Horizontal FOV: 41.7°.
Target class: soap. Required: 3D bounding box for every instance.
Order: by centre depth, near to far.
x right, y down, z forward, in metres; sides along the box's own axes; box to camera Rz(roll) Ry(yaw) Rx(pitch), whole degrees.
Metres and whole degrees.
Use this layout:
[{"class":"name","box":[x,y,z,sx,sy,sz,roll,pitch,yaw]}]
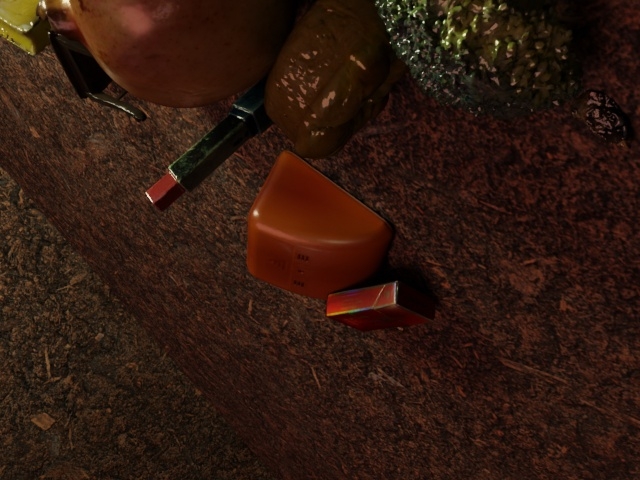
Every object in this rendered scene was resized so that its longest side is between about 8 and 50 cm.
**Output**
[{"class":"soap","box":[-0.602,-0.472,1.665,0.233,0.135,0.076,32,153,23]}]

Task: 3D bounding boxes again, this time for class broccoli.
[{"class":"broccoli","box":[0.162,-0.226,0.884,0.226,0.176,0.198,70,-164,6]}]

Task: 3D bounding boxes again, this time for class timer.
[{"class":"timer","box":[0.000,0.000,1.554,0.250,0.161,0.257,23,151,7]}]

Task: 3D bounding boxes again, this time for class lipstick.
[{"class":"lipstick","box":[-0.151,-0.151,1.288,0.051,0.312,0.051,27,150,33]}]

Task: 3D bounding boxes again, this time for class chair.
[{"class":"chair","box":[-0.393,-0.362,1.481,0.319,0.186,0.160,27,156,26]}]

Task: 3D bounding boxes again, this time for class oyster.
[{"class":"oyster","box":[0.324,-0.134,0.960,0.083,0.019,0.054,43,155,1]}]

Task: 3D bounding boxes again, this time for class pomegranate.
[{"class":"pomegranate","box":[-0.195,-0.320,1.061,0.338,0.338,0.338,34,153,20]}]

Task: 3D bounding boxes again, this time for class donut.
[{"class":"donut","box":[0.025,-0.213,1.061,0.128,0.208,0.261,42,150,4]}]

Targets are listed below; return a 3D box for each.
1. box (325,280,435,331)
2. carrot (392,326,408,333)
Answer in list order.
[{"class":"box","box":[0.109,0.125,1.544,0.112,0.048,0.175,26,151,-38]},{"class":"carrot","box":[0.105,0.141,1.689,0.170,0.042,0.042,27,150,28]}]
